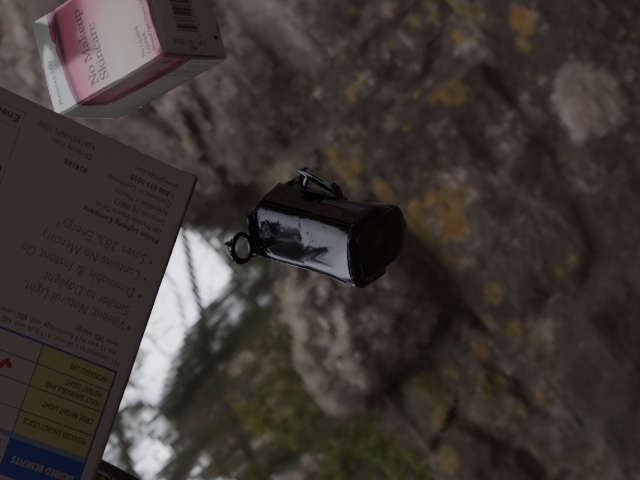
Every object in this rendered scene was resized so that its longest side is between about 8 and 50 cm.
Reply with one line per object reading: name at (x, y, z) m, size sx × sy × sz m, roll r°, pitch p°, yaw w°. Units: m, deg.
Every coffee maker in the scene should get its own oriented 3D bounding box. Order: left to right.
coffee maker at (0.000, 0.000, 2.123) m, size 0.178 × 0.171 × 0.120 m, roll 17°, pitch 148°, yaw 39°

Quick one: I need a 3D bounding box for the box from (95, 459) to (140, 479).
box at (-0.319, 0.230, 1.708) m, size 0.231 × 0.056 × 0.183 m, roll 31°, pitch 165°, yaw -9°

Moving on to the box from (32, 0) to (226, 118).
box at (-0.265, -0.276, 2.166) m, size 0.127 × 0.232 × 0.148 m, roll -5°, pitch -105°, yaw -51°

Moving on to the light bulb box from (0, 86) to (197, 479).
light bulb box at (-0.353, 0.048, 1.360) m, size 0.358 × 0.361 × 0.225 m, roll 25°, pitch 166°, yaw -28°
